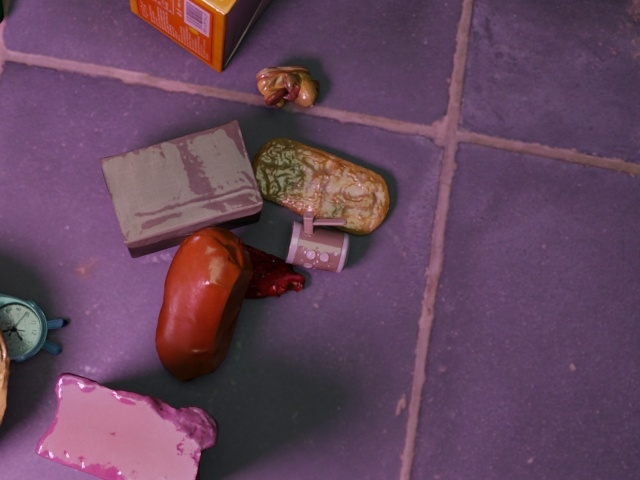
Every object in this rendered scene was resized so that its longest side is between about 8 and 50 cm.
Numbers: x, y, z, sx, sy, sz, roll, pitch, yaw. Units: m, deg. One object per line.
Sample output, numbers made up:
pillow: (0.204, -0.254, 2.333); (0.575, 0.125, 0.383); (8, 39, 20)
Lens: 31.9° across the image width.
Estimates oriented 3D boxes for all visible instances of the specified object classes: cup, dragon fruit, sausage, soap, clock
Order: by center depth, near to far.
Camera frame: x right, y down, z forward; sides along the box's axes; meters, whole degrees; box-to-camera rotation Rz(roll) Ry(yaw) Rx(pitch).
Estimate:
soap: (-0.274, 0.291, 1.648); (0.232, 0.359, 0.128); (18, 77, -3)
sausage: (-0.190, 0.100, 1.783); (0.133, 0.133, 0.259); (15, 110, -3)
clock: (-0.489, 0.146, 1.812); (0.147, 0.045, 0.108); (10, 80, -5)
dragon fruit: (-0.093, 0.065, 1.858); (0.131, 0.063, 0.097); (22, 79, -2)
cup: (-0.001, -0.001, 1.869); (0.099, 0.074, 0.102); (12, 106, -6)

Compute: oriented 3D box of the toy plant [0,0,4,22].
toy plant: (-0.616, -0.470, 1.876); (0.232, 0.112, 0.243); (6, 85, -10)

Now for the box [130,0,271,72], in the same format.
box: (-0.173, -0.471, 1.835); (0.213, 0.283, 0.260); (33, 78, -1)

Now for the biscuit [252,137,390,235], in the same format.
biscuit: (0.001, -0.093, 1.914); (0.247, 0.029, 0.119); (21, 79, -2)

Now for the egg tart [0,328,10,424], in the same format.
egg tart: (-0.616, 0.204, 1.724); (0.345, 0.132, 0.346); (0, 91, 10)

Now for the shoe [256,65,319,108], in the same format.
shoe: (-0.058, -0.259, 1.919); (0.109, 0.072, 0.069); (11, 61, -44)

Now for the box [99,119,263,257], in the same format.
box: (-0.223, -0.078, 1.827); (0.231, 0.149, 0.156); (-18, 82, -8)
